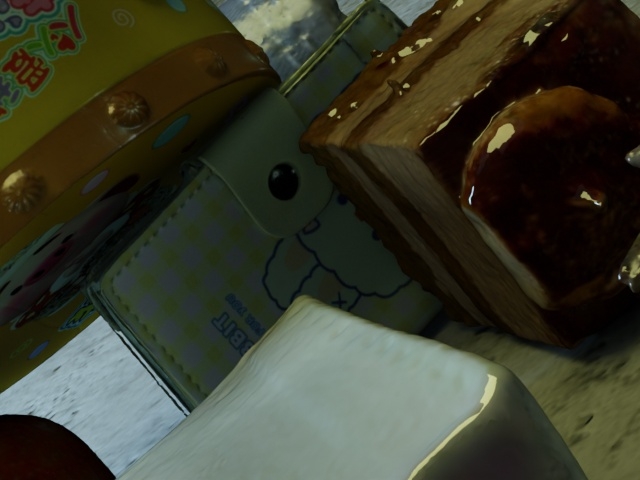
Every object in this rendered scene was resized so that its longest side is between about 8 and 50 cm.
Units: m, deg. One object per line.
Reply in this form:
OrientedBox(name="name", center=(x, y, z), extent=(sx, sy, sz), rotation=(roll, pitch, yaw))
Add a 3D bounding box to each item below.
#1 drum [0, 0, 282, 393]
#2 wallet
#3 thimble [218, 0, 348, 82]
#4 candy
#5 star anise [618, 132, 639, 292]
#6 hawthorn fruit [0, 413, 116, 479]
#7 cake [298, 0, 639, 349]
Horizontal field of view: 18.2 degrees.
OrientedBox(name="drum", center=(-0.245, -0.053, 1.451), extent=(0.431, 0.214, 0.431), rotation=(-43, -9, -8))
OrientedBox(name="wallet", center=(0.000, 0.000, 1.428), extent=(0.309, 0.223, 0.077), rotation=(-46, 17, -17))
OrientedBox(name="thimble", center=(-0.019, -0.120, 1.799), extent=(0.172, 0.236, 0.205), rotation=(-40, 21, 3))
OrientedBox(name="candy", center=(0.007, 0.158, 1.100), extent=(0.208, 0.145, 0.358), rotation=(-44, 15, -10))
OrientedBox(name="star anise", center=(0.287, -0.049, 1.083), extent=(0.292, 0.109, 0.349), rotation=(-31, 18, 4))
OrientedBox(name="hawthorn fruit", center=(-0.232, 0.206, 1.452), extent=(0.169, 0.188, 0.169), rotation=(-44, 11, 11))
OrientedBox(name="cake", center=(0.143, -0.060, 1.297), extent=(0.198, 0.196, 0.293), rotation=(-41, 14, -11))
